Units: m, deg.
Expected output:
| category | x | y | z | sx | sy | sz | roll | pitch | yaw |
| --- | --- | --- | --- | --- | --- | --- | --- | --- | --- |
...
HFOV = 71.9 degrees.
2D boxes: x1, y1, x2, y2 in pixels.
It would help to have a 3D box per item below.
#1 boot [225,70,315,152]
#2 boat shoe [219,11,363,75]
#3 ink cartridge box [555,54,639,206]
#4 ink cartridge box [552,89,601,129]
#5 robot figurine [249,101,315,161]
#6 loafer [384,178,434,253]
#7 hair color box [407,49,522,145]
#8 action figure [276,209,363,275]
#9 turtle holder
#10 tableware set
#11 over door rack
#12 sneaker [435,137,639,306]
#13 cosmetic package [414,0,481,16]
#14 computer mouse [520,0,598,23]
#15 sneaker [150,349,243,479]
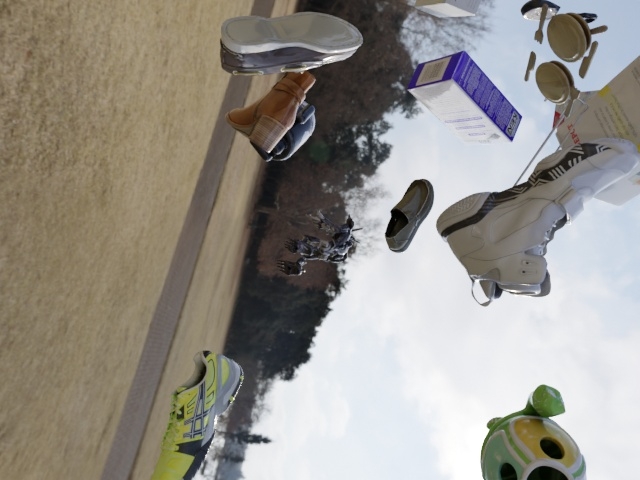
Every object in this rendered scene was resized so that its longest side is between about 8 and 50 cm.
| category | x | y | z | sx | sy | sz | roll | pitch | yaw |
| --- | --- | --- | --- | --- | --- | --- | --- | --- | --- |
| boot | -0.135 | -0.364 | 1.160 | 0.220 | 0.109 | 0.283 | -55 | -148 | 5 |
| boat shoe | -0.062 | -0.424 | 0.974 | 0.117 | 0.324 | 0.097 | 66 | -26 | 21 |
| ink cartridge box | 0.879 | -0.319 | 1.196 | 0.385 | 0.160 | 0.280 | 129 | -31 | -50 |
| ink cartridge box | 0.955 | -0.458 | 1.587 | 0.176 | 0.127 | 0.128 | 13 | -82 | 47 |
| robot figurine | -0.129 | -0.387 | 1.544 | 0.278 | 0.208 | 0.174 | -55 | 152 | -44 |
| loafer | 0.269 | -0.085 | 1.350 | 0.087 | 0.094 | 0.251 | 35 | 75 | -48 |
| hair color box | 0.460 | -0.434 | 1.396 | 0.185 | 0.338 | 0.110 | 14 | -105 | 56 |
| action figure | 0.000 | 0.000 | 1.248 | 0.275 | 0.140 | 0.164 | -21 | 134 | -47 |
| turtle holder | 0.537 | 0.538 | 1.069 | 0.320 | 0.243 | 0.227 | -51 | 166 | 2 |
| tableware set | 0.442 | -0.327 | 0.796 | 0.128 | 0.039 | 0.194 | 58 | 0 | 27 |
| over door rack | 0.606 | -0.210 | 1.150 | 0.239 | 0.108 | 0.325 | -15 | 127 | -50 |
| sneaker | 0.412 | -0.022 | 0.807 | 0.137 | 0.365 | 0.211 | 29 | 41 | -54 |
| cosmetic package | 0.303 | -0.587 | 1.016 | 0.231 | 0.085 | 0.118 | -103 | -150 | -62 |
| computer mouse | 0.689 | -0.662 | 1.272 | 0.071 | 0.241 | 0.041 | 160 | -69 | -75 |
| sneaker | -0.356 | 0.475 | 1.174 | 0.145 | 0.147 | 0.385 | -20 | -145 | 41 |
